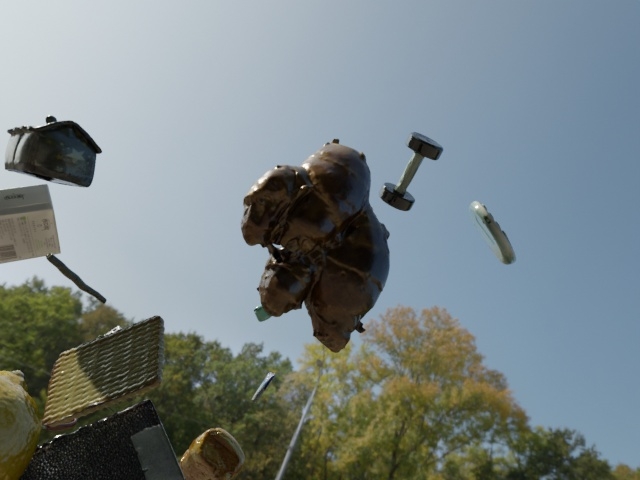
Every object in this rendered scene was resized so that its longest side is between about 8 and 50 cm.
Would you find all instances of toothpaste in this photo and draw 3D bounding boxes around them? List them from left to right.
[{"bbox_3d":[-0.140,0.359,1.212,0.024,0.083,0.015,-1,-46,41],"label":"toothpaste"}]

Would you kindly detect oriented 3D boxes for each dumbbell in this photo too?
[{"bbox_3d":[0.236,-0.180,1.304,0.100,0.100,0.191,25,-67,-1],"label":"dumbbell"}]

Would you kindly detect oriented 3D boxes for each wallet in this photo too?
[{"bbox_3d":[-0.341,0.393,0.740,0.221,0.262,0.071,53,-29,28],"label":"wallet"}]

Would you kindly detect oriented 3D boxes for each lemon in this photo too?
[{"bbox_3d":[-0.454,0.247,0.617,0.187,0.244,0.187,0,-73,-1],"label":"lemon"}]

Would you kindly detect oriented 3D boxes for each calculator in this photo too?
[{"bbox_3d":[0.470,-0.017,1.359,0.042,0.184,0.295,-35,-25,12],"label":"calculator"}]

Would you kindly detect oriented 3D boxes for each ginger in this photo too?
[{"bbox_3d":[0.006,0.010,0.874,0.152,0.274,0.357,-6,-78,45],"label":"ginger"}]

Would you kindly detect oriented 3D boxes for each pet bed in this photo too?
[{"bbox_3d":[-0.698,-0.237,1.288,0.211,0.159,0.183,10,-4,43],"label":"pet bed"}]

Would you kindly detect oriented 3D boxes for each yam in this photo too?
[{"bbox_3d":[-0.682,0.114,1.394,0.029,0.027,0.234,9,-34,32],"label":"yam"}]

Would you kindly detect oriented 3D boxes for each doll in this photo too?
[{"bbox_3d":[-0.145,0.220,1.686,0.159,0.158,0.059,-27,-91,48],"label":"doll"}]

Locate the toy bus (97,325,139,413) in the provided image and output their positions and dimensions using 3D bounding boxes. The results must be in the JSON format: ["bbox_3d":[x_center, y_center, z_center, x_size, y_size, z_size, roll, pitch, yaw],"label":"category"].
[{"bbox_3d":[-0.630,0.392,1.517,0.301,0.139,0.113,34,-20,56],"label":"toy bus"}]

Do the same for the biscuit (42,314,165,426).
[{"bbox_3d":[-0.431,0.262,0.996,0.254,0.172,0.029,-21,-46,5],"label":"biscuit"}]

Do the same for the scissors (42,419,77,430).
[{"bbox_3d":[-0.567,0.358,0.933,0.144,0.017,0.247,18,-4,-7],"label":"scissors"}]

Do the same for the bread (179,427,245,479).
[{"bbox_3d":[-0.344,0.688,1.535,0.167,0.132,0.294,50,-44,13],"label":"bread"}]

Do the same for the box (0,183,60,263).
[{"bbox_3d":[-0.939,-0.047,1.553,0.194,0.111,0.260,-12,-31,-30],"label":"box"}]
